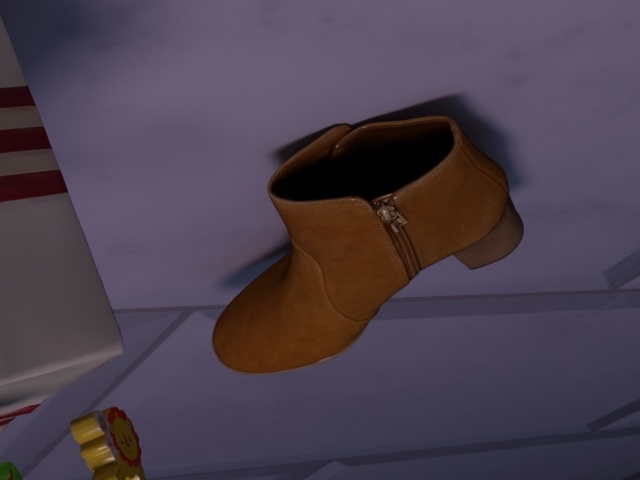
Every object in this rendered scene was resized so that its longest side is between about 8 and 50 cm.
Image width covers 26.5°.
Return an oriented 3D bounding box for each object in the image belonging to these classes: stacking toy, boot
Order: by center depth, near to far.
[{"bbox_3d":[-0.200,0.138,0.681,0.167,0.052,0.221,-24,172,10],"label":"stacking toy"},{"bbox_3d":[0.001,0.001,1.032,0.295,0.104,0.211,-25,152,17],"label":"boot"}]

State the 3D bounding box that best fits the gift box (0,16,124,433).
[{"bbox_3d":[-0.294,0.000,0.629,0.258,0.276,0.255,-14,163,-47],"label":"gift box"}]
